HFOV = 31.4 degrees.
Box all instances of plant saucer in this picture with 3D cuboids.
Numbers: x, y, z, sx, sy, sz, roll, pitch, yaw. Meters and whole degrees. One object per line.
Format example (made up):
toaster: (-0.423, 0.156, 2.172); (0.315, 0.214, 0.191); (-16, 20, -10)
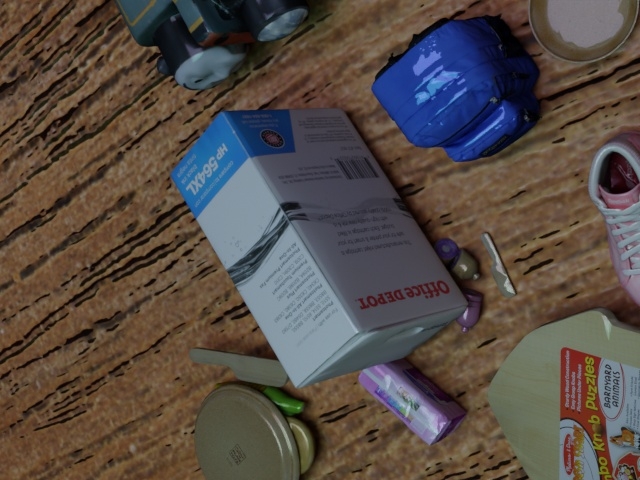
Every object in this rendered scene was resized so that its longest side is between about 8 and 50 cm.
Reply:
plant saucer: (0.195, -0.173, 0.840); (0.083, 0.015, 0.083); (4, 97, 30)

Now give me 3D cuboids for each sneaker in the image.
sneaker: (0.222, -0.011, 0.813); (0.051, 0.070, 0.134); (-10, 92, 29)

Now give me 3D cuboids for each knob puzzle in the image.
knob puzzle: (0.212, 0.136, 0.849); (0.213, 0.030, 0.213); (21, 122, 38)

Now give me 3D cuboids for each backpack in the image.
backpack: (0.105, -0.112, 0.839); (0.098, 0.120, 0.101); (-43, 74, 26)

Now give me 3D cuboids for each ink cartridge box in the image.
ink cartridge box: (0.000, 0.000, 0.884); (0.086, 0.148, 0.203); (-44, 68, 34)

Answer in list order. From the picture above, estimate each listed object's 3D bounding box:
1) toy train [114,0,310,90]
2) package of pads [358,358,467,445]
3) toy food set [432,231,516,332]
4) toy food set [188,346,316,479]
toy train: (-0.130, -0.291, 0.956); (0.190, 0.142, 0.334); (-36, 79, 41)
package of pads: (0.075, 0.128, 0.926); (0.083, 0.050, 0.032); (39, 108, 21)
toy food set: (0.093, 0.043, 0.923); (0.122, 0.019, 0.078); (-28, 82, 30)
toy food set: (-0.059, 0.188, 1.025); (0.132, 0.038, 0.192); (7, 105, 37)
